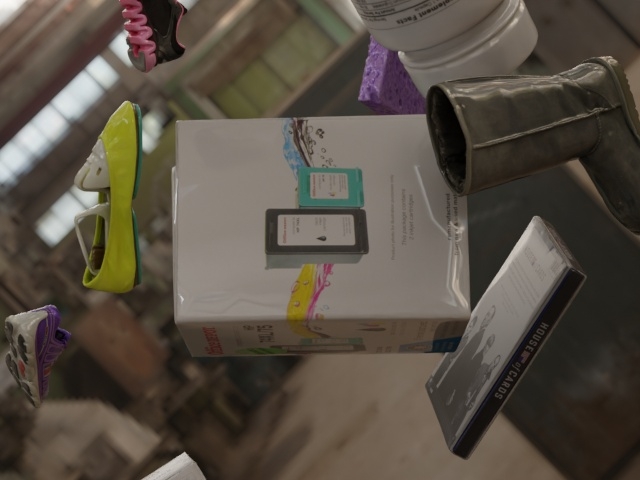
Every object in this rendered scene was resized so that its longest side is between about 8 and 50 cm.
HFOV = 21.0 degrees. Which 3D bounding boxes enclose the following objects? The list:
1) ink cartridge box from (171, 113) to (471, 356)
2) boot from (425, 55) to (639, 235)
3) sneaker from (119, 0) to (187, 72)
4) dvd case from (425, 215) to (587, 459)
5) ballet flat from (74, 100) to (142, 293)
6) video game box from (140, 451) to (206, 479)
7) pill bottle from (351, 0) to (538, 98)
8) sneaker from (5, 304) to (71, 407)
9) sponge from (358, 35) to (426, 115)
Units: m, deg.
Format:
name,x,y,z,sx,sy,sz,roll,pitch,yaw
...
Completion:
name,x,y,z,sx,sy,sz,roll,pitch,yaw
ink cartridge box,0.000,0.000,1.658,0.270,0.197,0.198,-1,-13,1
boot,0.206,-0.072,1.555,0.209,0.189,0.076,-17,-8,-40
sneaker,-0.148,-0.212,1.540,0.057,0.119,0.047,-15,18,-25
dvd case,0.198,0.102,1.885,0.238,0.030,0.179,-58,14,13
ballet flat,-0.246,-0.046,1.998,0.077,0.230,0.077,-4,20,-19
video game box,-0.135,0.307,1.400,0.187,0.205,0.048,-31,12,-12
pill bottle,0.091,-0.286,1.677,0.160,0.283,0.160,-25,27,14
sneaker,-0.324,0.136,2.021,0.071,0.068,0.170,-26,-25,-25
sponge,0.110,-0.181,1.971,0.210,0.031,0.117,28,-113,-57
